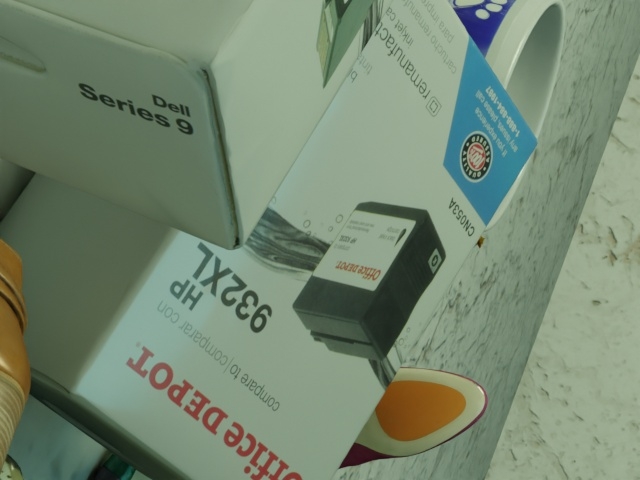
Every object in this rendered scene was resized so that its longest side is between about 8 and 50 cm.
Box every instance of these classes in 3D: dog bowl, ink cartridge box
[{"bbox_3d":[0.170,-0.149,1.496,0.265,0.104,0.265,-56,158,-38],"label":"dog bowl"},{"bbox_3d":[-0.065,-0.166,0.588,0.289,0.211,0.121,-60,161,-28],"label":"ink cartridge box"},{"bbox_3d":[-0.033,-0.010,0.809,0.307,0.129,0.223,-57,138,-14],"label":"ink cartridge box"}]

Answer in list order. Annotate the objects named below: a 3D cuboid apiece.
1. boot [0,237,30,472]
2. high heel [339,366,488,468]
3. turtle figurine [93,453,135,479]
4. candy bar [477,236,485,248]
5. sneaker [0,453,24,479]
[{"bbox_3d":[-0.205,0.016,0.569,0.073,0.197,0.152,-38,-149,20],"label":"boot"},{"bbox_3d":[0.044,0.173,1.271,0.117,0.244,0.082,27,44,-67],"label":"high heel"},{"bbox_3d":[-0.090,0.163,1.017,0.234,0.175,0.118,133,-49,-61],"label":"turtle figurine"},{"bbox_3d":[0.105,0.033,1.498,0.161,0.018,0.040,-30,159,6],"label":"candy bar"},{"bbox_3d":[-0.224,0.160,0.499,0.410,0.158,0.182,-42,159,-58],"label":"sneaker"}]
